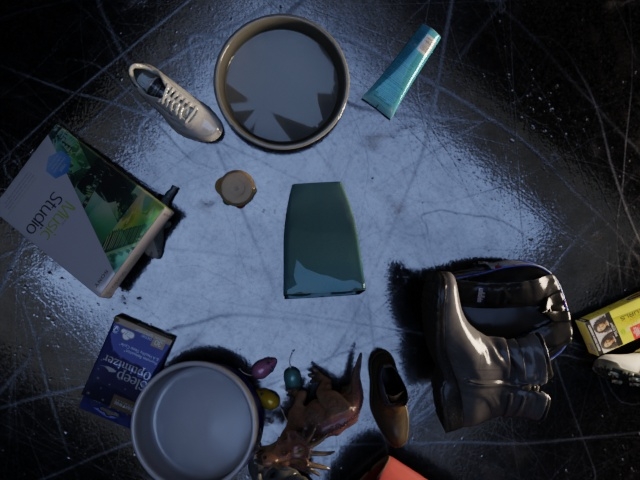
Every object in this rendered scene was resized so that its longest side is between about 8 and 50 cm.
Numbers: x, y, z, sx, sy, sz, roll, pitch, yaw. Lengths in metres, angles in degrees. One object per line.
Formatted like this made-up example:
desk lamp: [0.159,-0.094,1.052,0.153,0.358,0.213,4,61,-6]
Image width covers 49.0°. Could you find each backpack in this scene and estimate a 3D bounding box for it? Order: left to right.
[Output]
backpack: [0.379,0.162,1.480,0.264,0.213,0.276,-14,98,10]

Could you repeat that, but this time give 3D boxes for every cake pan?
cake pan: [-0.084,-0.341,1.534,0.293,0.054,0.293,0,90,-2]

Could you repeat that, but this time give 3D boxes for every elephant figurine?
elephant figurine: [-0.071,0.556,1.502,0.186,0.169,0.239,17,72,-31]

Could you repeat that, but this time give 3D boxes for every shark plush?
shark plush: [-0.354,-0.044,1.540,0.067,0.073,0.161,24,74,-27]

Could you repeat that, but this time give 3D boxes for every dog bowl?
dog bowl: [-0.255,0.386,1.482,0.265,0.104,0.264,-1,81,7]

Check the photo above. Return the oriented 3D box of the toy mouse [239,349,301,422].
toy mouse: [-0.096,0.302,1.549,0.161,0.031,0.143,36,89,-2]

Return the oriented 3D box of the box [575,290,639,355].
box: [0.698,0.171,1.569,0.232,0.058,0.087,-23,91,-2]

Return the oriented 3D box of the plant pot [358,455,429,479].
plant pot: [0.168,0.604,1.465,0.243,0.275,0.275,43,89,8]

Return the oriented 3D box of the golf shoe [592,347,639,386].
golf shoe: [0.733,0.267,1.563,0.273,0.105,0.120,7,75,-8]

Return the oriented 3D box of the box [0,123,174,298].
box: [-0.501,-0.063,1.480,0.322,0.058,0.232,36,89,11]

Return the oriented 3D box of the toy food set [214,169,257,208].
toy food set: [-0.184,-0.114,1.548,0.083,0.020,0.082,-34,92,-2]

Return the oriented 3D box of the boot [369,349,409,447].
boot: [0.150,0.353,1.523,0.082,0.106,0.219,-13,91,-2]

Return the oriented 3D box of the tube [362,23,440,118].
tube: [0.184,-0.376,1.551,0.080,0.052,0.207,36,94,3]

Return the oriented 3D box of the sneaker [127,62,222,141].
sneaker: [-0.314,-0.293,1.505,0.235,0.095,0.090,35,87,-4]

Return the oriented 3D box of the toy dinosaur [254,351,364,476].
toy dinosaur: [0.007,0.374,1.458,0.296,0.200,0.127,-37,109,-3]

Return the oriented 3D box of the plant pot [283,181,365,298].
plant pot: [0.000,0.000,1.491,0.166,0.165,0.234,-3,82,-2]

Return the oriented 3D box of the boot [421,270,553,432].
boot: [0.319,0.198,1.344,0.223,0.118,0.338,-10,110,-2]

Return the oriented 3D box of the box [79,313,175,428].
box: [-0.426,0.291,1.535,0.137,0.036,0.225,23,91,-2]
